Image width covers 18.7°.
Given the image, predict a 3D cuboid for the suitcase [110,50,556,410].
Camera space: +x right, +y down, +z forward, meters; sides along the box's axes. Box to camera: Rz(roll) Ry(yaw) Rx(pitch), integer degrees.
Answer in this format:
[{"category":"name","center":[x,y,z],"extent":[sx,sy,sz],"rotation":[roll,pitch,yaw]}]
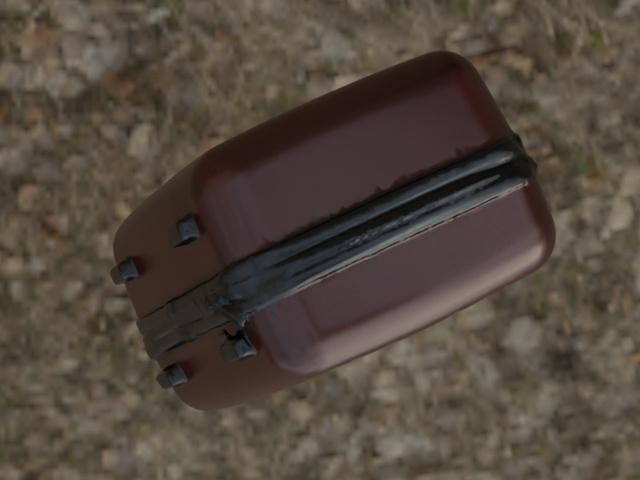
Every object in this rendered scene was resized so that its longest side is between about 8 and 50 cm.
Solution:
[{"category":"suitcase","center":[0.000,0.000,1.298],"extent":[0.236,0.161,0.297],"rotation":[-25,178,-21]}]
